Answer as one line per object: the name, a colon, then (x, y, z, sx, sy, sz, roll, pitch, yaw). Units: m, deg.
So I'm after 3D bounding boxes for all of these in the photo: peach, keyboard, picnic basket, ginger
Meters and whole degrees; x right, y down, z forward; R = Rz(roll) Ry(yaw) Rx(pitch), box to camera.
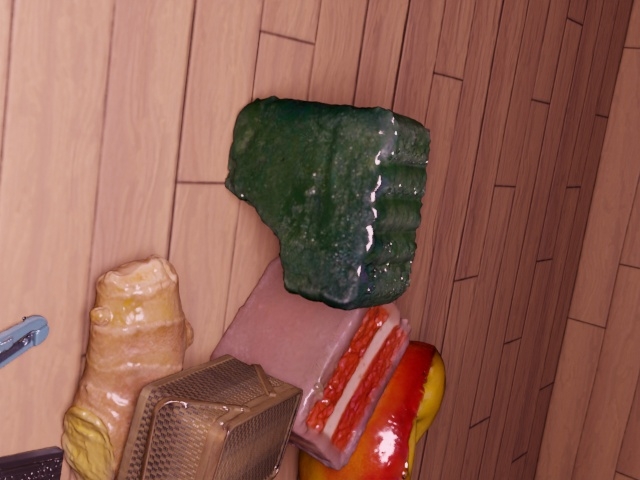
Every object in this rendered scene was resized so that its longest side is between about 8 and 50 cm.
peach: (0.097, 0.366, 1.495, 0.306, 0.243, 0.380, 90, 26, -50)
keyboard: (-0.439, 0.330, 0.974, 0.230, 0.025, 0.093, 5, 96, -54)
picnic basket: (-0.150, 0.279, 1.077, 0.267, 0.139, 0.165, -6, 115, -67)
ginger: (-0.275, 0.191, 1.062, 0.190, 0.126, 0.353, 22, 88, -58)

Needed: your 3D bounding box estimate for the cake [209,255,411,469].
cake: (-0.014, 0.205, 1.332, 0.308, 0.230, 0.237, -61, 145, -20)

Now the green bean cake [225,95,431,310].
green bean cake: (0.003, -0.063, 1.179, 0.169, 0.308, 0.300, 2, 99, -56)

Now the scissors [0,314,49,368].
scissors: (-0.478, 0.202, 0.866, 0.393, 0.032, 0.180, -37, 130, -41)
